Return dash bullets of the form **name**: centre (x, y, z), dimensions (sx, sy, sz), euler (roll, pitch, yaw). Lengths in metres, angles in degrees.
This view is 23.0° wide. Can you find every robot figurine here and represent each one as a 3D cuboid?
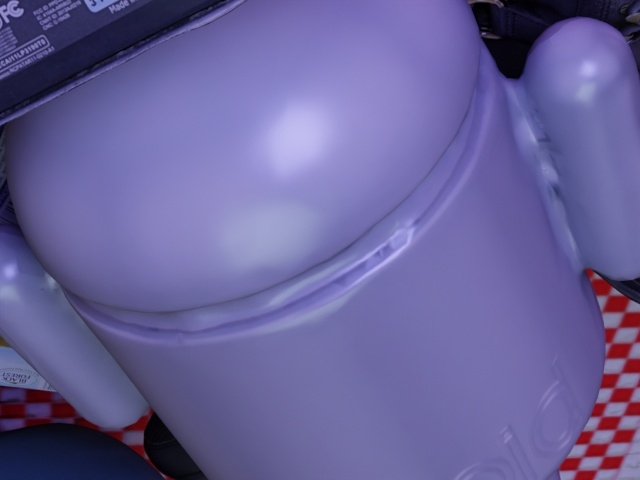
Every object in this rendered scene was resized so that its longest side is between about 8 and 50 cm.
- **robot figurine**: centre (0.000, 0.000, 0.674), dimensions (0.300, 0.200, 0.353), euler (-21, 131, 12)

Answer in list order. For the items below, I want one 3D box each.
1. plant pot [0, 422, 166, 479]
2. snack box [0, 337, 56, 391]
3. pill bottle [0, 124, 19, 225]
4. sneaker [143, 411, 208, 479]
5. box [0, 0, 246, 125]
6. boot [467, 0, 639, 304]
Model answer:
- **plant pot**: centre (-0.231, 0.251, 0.863), dimensions (0.235, 0.293, 0.293), euler (4, 140, -50)
- **snack box**: centre (-0.184, 0.025, 0.823), dimensions (0.141, 0.100, 0.037), euler (9, 135, -22)
- **pill bottle**: centre (-0.210, -0.059, 0.713), dimensions (0.123, 0.123, 0.219), euler (-37, 131, 25)
- **sneaker**: centre (-0.028, 0.031, 0.887), dimensions (0.106, 0.101, 0.267), euler (33, 117, -21)
- **box**: centre (-0.207, -0.161, 0.497), dimensions (0.395, 0.097, 0.318), euler (-25, 107, 22)
- **boot**: centre (0.135, -0.071, 0.696), dimensions (0.263, 0.091, 0.229), euler (25, 159, 15)
